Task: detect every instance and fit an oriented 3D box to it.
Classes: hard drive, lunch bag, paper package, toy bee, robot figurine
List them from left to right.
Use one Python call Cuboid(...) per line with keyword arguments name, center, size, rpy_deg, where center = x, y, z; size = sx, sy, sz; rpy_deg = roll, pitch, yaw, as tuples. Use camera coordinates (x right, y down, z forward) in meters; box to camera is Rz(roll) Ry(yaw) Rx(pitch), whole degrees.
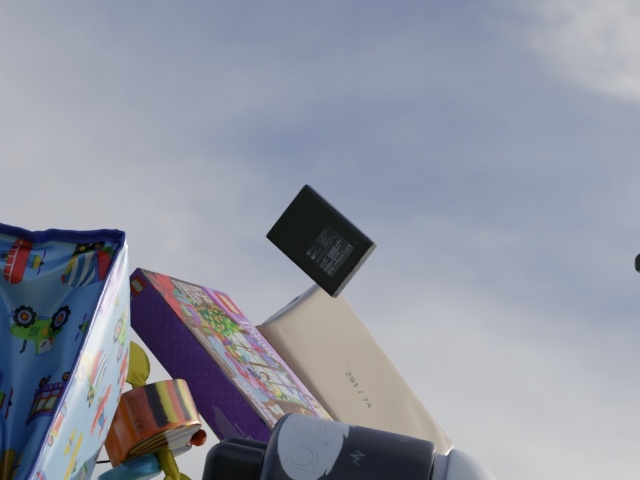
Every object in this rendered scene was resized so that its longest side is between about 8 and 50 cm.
Cuboid(name="lunch bag", center=(-0.226, 0.164, 1.233), size=(0.138, 0.293, 0.221), rpy_deg=(6, -32, -3))
Cuboid(name="toy bee", center=(-0.190, 0.202, 1.802), size=(0.298, 0.162, 0.195), rpy_deg=(-3, -80, 58))
Cuboid(name="hard drive", center=(0.000, 0.000, 2.242), size=(0.135, 0.094, 0.022), rpy_deg=(42, 11, 23))
Cuboid(name="paper package", center=(0.005, 0.247, 2.318), size=(0.168, 0.309, 0.325), rpy_deg=(-37, -91, 22))
Cuboid(name="robot figurine", center=(0.029, 0.256, 1.480), size=(0.278, 0.209, 0.173), rpy_deg=(11, -52, 4))

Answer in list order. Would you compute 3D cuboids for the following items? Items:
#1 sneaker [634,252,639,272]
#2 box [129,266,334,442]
Cuboid(name="sneaker", center=(0.466, 0.028, 2.145), size=(0.069, 0.038, 0.098), rpy_deg=(19, -20, -36))
Cuboid(name="box", center=(-0.094, 0.161, 1.904), size=(0.293, 0.057, 0.201), rpy_deg=(48, 12, 27))
